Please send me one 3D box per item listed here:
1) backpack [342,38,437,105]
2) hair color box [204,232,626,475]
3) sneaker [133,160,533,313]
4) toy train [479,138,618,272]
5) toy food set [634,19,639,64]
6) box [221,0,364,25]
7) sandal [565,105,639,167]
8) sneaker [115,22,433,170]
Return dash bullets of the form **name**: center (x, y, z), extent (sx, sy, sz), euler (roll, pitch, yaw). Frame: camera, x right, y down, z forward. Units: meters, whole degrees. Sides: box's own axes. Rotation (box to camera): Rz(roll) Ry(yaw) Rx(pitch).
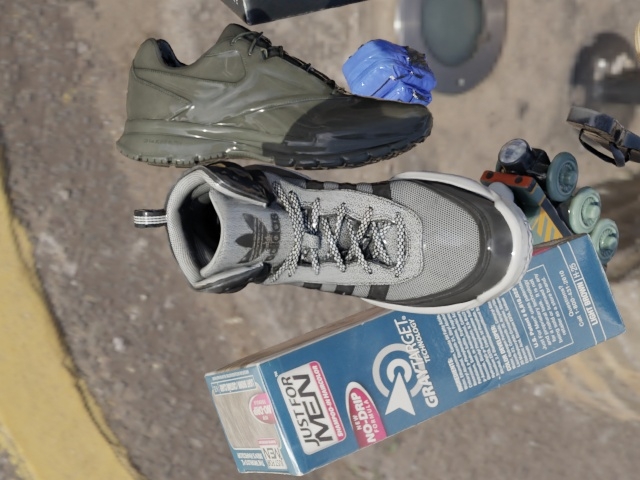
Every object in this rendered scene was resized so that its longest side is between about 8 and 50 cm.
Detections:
- **backpack**: center (0.100, -0.233, 1.926), extent (0.120, 0.101, 0.098), euler (20, 128, -42)
- **hair color box**: center (0.085, 0.104, 1.230), extent (0.347, 0.174, 0.105), euler (-21, 89, -22)
- **sneaker**: center (0.000, 0.000, 0.911), extent (0.153, 0.268, 0.101), euler (-6, 101, -56)
- **toy train**: center (0.350, -0.008, 2.087), extent (0.334, 0.142, 0.190), euler (49, 64, -41)
- **toy food set**: center (0.389, -0.221, 1.556), extent (0.082, 0.020, 0.083), euler (-36, 112, -57)
- **box**: center (0.046, -0.497, 1.602), extent (0.479, 0.472, 0.297), euler (-15, 120, -15)
- **sandal**: center (0.430, -0.151, 2.030), extent (0.254, 0.097, 0.054), euler (16, 93, -57)
- **sneaker**: center (-0.043, -0.126, 1.179), extent (0.109, 0.286, 0.130), euler (-29, 122, -82)
